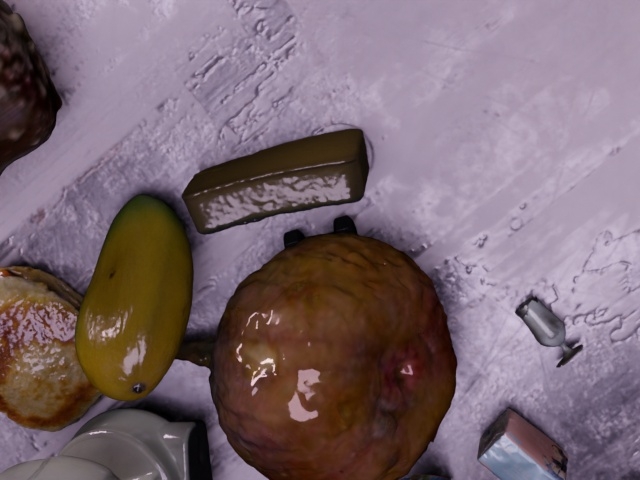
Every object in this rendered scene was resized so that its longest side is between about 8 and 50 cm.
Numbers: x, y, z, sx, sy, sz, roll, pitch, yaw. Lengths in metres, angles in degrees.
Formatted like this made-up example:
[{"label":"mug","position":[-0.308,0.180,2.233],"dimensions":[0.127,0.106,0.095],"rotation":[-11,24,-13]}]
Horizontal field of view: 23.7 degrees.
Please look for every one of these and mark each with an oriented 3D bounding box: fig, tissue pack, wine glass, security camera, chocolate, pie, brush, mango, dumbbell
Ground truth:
[{"label":"fig","position":[-0.047,0.120,1.670],"dimensions":[0.369,0.286,0.286],"rotation":[13,107,35]},{"label":"tissue pack","position":[0.228,0.246,1.723],"dimensions":[0.094,0.074,0.059],"rotation":[40,111,-5]},{"label":"wine glass","position":[0.252,0.101,1.705],"dimensions":[0.083,0.042,0.039],"rotation":[46,66,-3]},{"label":"security camera","position":[-0.253,0.302,1.665],"dimensions":[0.191,0.277,0.197],"rotation":[-3,96,22]},{"label":"chocolate","position":[-0.415,-0.197,1.617],"dimensions":[0.210,0.225,0.340],"rotation":[-34,98,0]},{"label":"pie","position":[-0.339,0.128,1.748],"dimensions":[0.205,0.084,0.179],"rotation":[32,105,-5]},{"label":"brush","position":[-0.045,-0.063,1.651],"dimensions":[0.197,0.123,0.059],"rotation":[-13,105,10]},{"label":"mango","position":[-0.197,0.059,1.664],"dimensions":[0.137,0.091,0.237],"rotation":[0,71,40]},{"label":"dumbbell","position":[0.000,0.000,1.706],"dimensions":[0.083,0.036,0.040],"rotation":[-16,103,9]}]

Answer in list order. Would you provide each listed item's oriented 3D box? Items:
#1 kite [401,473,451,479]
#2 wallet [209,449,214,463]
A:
[{"label":"kite","position":[0.087,0.295,1.732],"dimensions":[0.160,0.183,0.010],"rotation":[-14,64,-29]},{"label":"wallet","position":[-0.170,0.295,1.800],"dimensions":[0.061,0.025,0.122],"rotation":[19,104,4]}]
